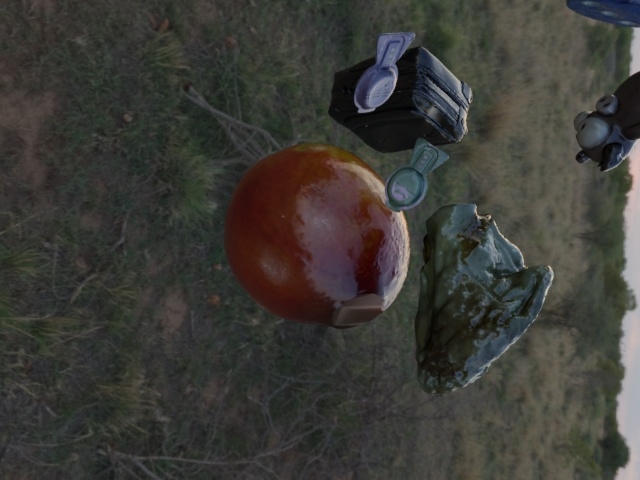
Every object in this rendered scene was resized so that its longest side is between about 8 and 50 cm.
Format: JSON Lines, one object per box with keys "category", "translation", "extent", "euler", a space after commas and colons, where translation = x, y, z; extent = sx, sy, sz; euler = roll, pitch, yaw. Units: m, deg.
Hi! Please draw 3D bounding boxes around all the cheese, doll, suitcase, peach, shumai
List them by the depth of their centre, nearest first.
{"category": "shumai", "translation": [0.201, 0.089, 0.752], "extent": [0.272, 0.203, 0.222], "euler": [-48, 168, -17]}
{"category": "cheese", "translation": [0.146, -0.099, 0.774], "extent": [0.121, 0.067, 0.026], "euler": [-56, 165, 13]}
{"category": "peach", "translation": [0.000, 0.000, 0.973], "extent": [0.388, 0.388, 0.389], "euler": [-7, 98, -59]}
{"category": "doll", "translation": [0.632, -0.254, 0.991], "extent": [0.117, 0.257, 0.182], "euler": [38, 37, -15]}
{"category": "cheese", "translation": [0.124, -0.340, 0.997], "extent": [0.105, 0.042, 0.191], "euler": [-16, 150, -31]}
{"category": "suitcase", "translation": [0.225, -0.397, 1.402], "extent": [0.339, 0.345, 0.188], "euler": [22, 76, -43]}

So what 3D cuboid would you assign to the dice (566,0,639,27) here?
{"category": "dice", "translation": [0.449, -0.397, 0.692], "extent": [0.146, 0.146, 0.143], "euler": [-25, 137, -62]}
